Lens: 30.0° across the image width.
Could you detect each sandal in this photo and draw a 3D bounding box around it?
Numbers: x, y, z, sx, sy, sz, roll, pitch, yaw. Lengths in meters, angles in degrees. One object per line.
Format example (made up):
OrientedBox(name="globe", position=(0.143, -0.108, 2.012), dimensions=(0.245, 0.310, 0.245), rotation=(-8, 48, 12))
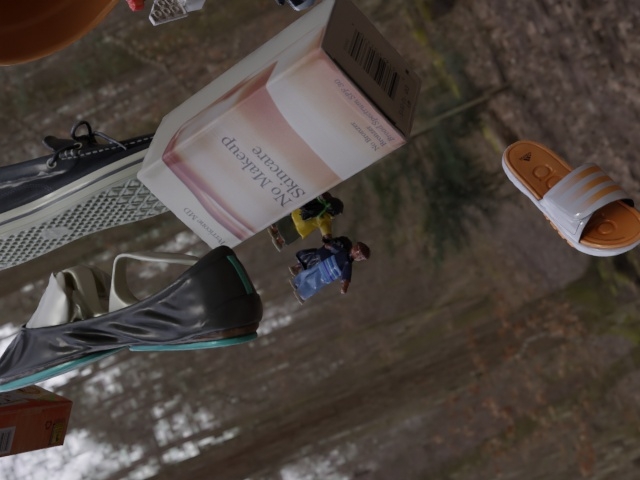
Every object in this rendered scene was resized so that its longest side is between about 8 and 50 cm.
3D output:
OrientedBox(name="sandal", position=(0.342, -0.076, 1.665), dimensions=(0.265, 0.102, 0.076), rotation=(44, 165, 38))

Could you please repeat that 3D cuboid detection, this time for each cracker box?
OrientedBox(name="cracker box", position=(-0.453, 0.202, 1.502), dimensions=(0.155, 0.232, 0.067), rotation=(2, -76, -60))

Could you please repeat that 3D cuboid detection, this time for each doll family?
OrientedBox(name="doll family", position=(0.000, 0.000, 1.552), dimensions=(0.193, 0.111, 0.076), rotation=(65, -172, 28))

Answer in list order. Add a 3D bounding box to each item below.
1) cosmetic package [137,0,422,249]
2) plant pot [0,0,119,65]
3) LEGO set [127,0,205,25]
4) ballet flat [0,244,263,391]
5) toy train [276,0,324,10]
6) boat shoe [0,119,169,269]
OrientedBox(name="cosmetic package", position=(-0.048, -0.127, 1.353), dimensions=(0.153, 0.296, 0.129), rotation=(43, -143, -22))
OrientedBox(name="plant pot", position=(-0.408, -0.398, 1.527), dimensions=(0.203, 0.291, 0.291), rotation=(55, -171, 22))
OrientedBox(name="LEGO set", position=(-0.147, -0.253, 0.836), dimensions=(0.244, 0.060, 0.183), rotation=(19, 122, 50))
OrientedBox(name="ballet flat", position=(-0.176, 0.062, 1.039), dimensions=(0.095, 0.280, 0.096), rotation=(-12, -92, -67))
OrientedBox(name="toy train", position=(-0.039, -0.334, 1.315), dimensions=(0.184, 0.105, 0.080), rotation=(48, -156, -27))
OrientedBox(name="boat shoe", position=(-0.368, -0.100, 1.869), dimensions=(0.187, 0.500, 0.156), rotation=(53, -162, -69))
